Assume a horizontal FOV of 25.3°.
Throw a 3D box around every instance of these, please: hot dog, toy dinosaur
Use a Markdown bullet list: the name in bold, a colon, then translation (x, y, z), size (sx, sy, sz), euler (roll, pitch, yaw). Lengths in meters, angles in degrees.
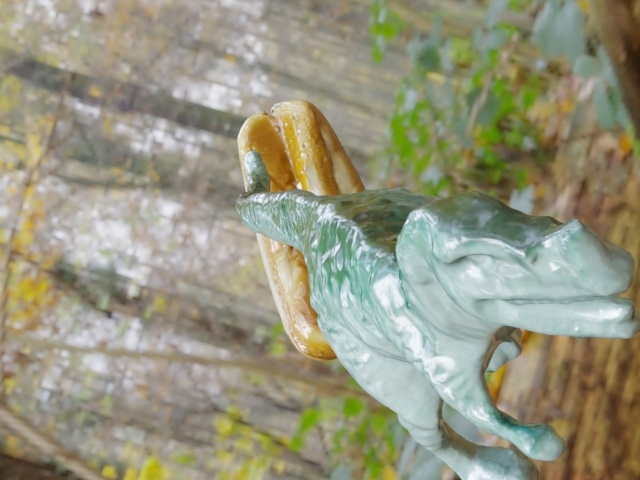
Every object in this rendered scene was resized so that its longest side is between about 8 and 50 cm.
- **hot dog**: translation (0.000, 0.000, 1.168), size (0.249, 0.102, 0.076), euler (70, -169, 24)
- **toy dinosaur**: translation (0.030, 0.030, 0.529), size (0.076, 0.129, 0.383), euler (-37, 11, -14)
